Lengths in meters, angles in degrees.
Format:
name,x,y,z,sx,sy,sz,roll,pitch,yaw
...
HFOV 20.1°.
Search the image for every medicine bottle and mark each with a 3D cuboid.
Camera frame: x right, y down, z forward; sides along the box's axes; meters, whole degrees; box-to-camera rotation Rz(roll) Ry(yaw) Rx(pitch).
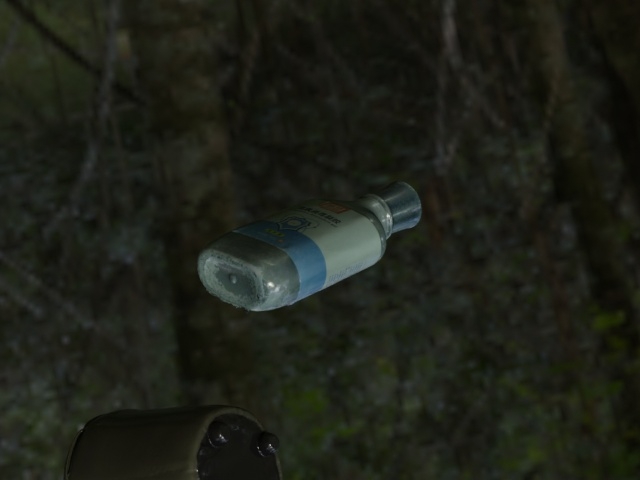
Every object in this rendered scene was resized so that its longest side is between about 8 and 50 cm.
name,x,y,z,sx,sy,sz,roll,pitch,yaw
medicine bottle,0.000,0.000,1.452,0.090,0.054,0.208,20,-149,38

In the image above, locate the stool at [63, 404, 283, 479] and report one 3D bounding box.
name,x,y,z,sx,sy,sz,roll,pitch,yaw
stool,-0.080,0.136,0.991,0.110,0.096,0.096,-13,171,36
